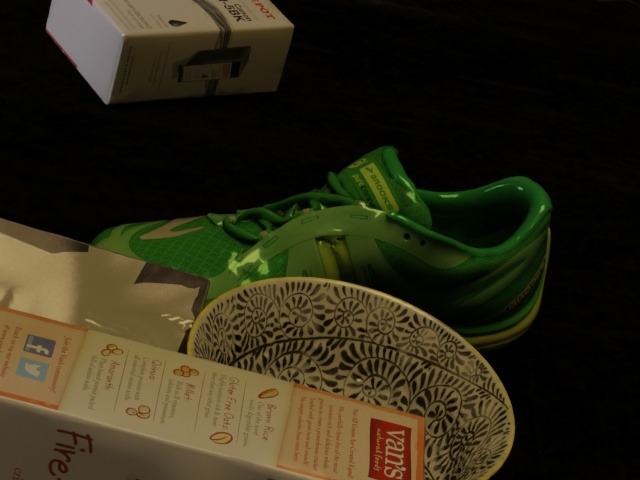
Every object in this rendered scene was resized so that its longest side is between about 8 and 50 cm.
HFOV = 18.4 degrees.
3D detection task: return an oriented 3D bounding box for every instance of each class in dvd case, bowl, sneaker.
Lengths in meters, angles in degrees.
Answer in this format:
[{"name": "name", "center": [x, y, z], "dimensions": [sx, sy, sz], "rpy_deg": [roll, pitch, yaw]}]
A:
[{"name": "dvd case", "center": [-0.179, 0.058, 0.969], "dimensions": [0.221, 0.018, 0.164], "rpy_deg": [16, 58, -3]}, {"name": "bowl", "center": [0.007, 0.100, 1.003], "dimensions": [0.170, 0.080, 0.170], "rpy_deg": [13, 33, -8]}, {"name": "sneaker", "center": [0.000, 0.000, 1.108], "dimensions": [0.295, 0.123, 0.109], "rpy_deg": [-4, 39, -29]}]

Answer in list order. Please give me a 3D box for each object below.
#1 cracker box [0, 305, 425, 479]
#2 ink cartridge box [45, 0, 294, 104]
[{"name": "cracker box", "center": [-0.086, 0.123, 0.852], "dimensions": [0.232, 0.155, 0.067], "rpy_deg": [14, 33, -6]}, {"name": "ink cartridge box", "center": [-0.101, -0.143, 1.333], "dimensions": [0.135, 0.056, 0.099], "rpy_deg": [-8, 40, -35]}]
